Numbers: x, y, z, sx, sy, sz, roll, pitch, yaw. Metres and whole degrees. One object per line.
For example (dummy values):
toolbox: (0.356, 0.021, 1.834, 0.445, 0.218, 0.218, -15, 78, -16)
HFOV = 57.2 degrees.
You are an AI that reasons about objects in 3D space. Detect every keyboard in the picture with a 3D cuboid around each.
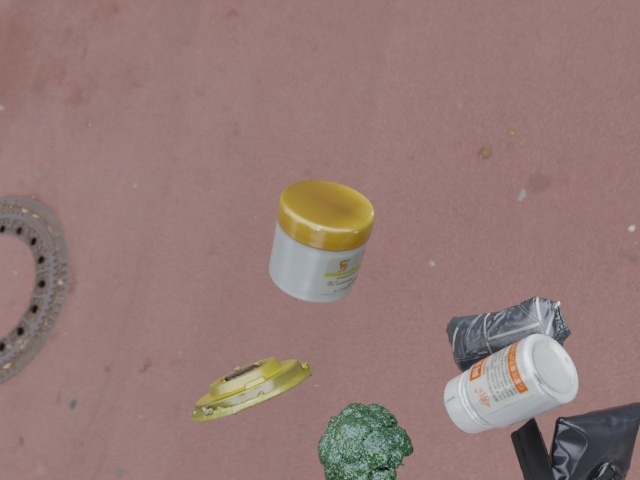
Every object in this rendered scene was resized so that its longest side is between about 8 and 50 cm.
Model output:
keyboard: (0.434, 0.461, 1.165, 0.023, 0.231, 0.072, 30, 119, -15)

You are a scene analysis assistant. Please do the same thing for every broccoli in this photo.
broccoli: (0.129, 0.561, 1.551, 0.270, 0.270, 0.270, -23, 28, 13)

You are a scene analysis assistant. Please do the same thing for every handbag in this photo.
handbag: (0.574, 0.450, 1.237, 0.089, 0.254, 0.211, 32, 119, 60)

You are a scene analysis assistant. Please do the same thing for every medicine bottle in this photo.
medicine bottle: (0.374, 0.296, 1.179, 0.252, 0.144, 0.144, -49, 57, 45)
medicine bottle: (0.000, 0.000, 1.485, 0.238, 0.238, 0.232, 31, 128, 25)

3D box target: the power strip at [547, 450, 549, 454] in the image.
power strip: (0.663, 0.687, 1.651, 0.029, 0.080, 0.227, -11, 38, -6)

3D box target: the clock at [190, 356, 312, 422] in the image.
clock: (-0.130, 0.257, 1.062, 0.237, 0.237, 0.057, -22, 88, 13)

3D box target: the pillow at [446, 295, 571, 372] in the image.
pillow: (0.444, 0.234, 1.408, 0.335, 0.092, 0.161, -24, 85, 48)
